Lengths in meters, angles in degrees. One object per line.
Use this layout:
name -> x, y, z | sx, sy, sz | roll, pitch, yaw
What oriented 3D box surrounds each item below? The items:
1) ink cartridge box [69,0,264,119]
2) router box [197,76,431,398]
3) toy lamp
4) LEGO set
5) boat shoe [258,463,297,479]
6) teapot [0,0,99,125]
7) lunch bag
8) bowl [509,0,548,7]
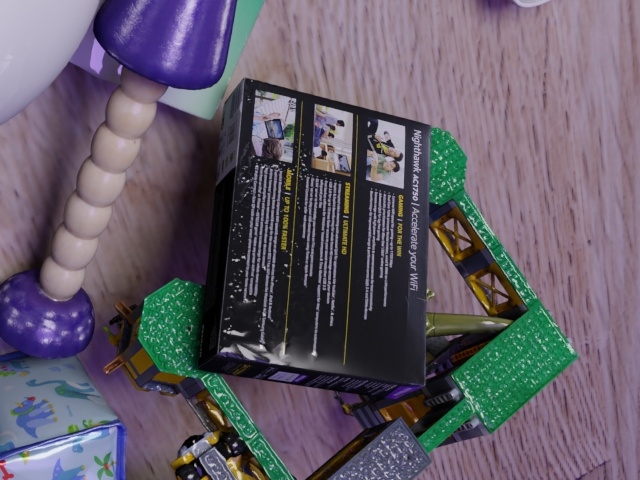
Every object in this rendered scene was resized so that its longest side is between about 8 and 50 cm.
ink cartridge box -> -0.128, -0.194, 0.628 | 0.225, 0.056, 0.181 | 19, 100, -37
router box -> 0.000, 0.000, 0.660 | 0.133, 0.046, 0.178 | 12, 68, -20
toy lamp -> -0.123, -0.052, 0.630 | 0.080, 0.080, 0.274 | 10, 127, -33
LEGO set -> 0.003, 0.086, 0.769 | 0.255, 0.192, 0.331 | 48, 61, -2
boat shoe -> -0.148, 0.248, 0.766 | 0.324, 0.122, 0.120 | 3, 138, -33
teapot -> -0.197, -0.155, 0.518 | 0.256, 0.187, 0.252 | -26, 91, 22
lunch bag -> -0.211, 0.135, 0.675 | 0.151, 0.129, 0.096 | -12, 113, -24
bowl -> 0.164, -0.255, 0.772 | 0.142, 0.053, 0.142 | -32, 124, -16
